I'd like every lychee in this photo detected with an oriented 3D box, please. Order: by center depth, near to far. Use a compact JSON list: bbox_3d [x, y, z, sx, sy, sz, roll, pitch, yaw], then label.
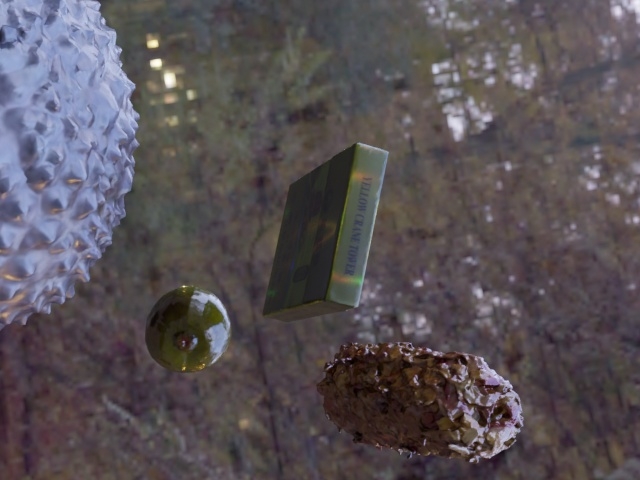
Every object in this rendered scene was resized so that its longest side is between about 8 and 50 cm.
[{"bbox_3d":[-0.256,-0.080,0.866,0.300,0.300,0.300,170,-90,-83],"label":"lychee"}]

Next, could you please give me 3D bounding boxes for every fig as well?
[{"bbox_3d":[-0.113,0.073,1.052,0.088,0.074,0.074,-92,174,-74],"label":"fig"}]

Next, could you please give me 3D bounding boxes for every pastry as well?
[{"bbox_3d":[0.055,0.110,0.817,0.169,0.063,0.087,-5,-69,50],"label":"pastry"}]

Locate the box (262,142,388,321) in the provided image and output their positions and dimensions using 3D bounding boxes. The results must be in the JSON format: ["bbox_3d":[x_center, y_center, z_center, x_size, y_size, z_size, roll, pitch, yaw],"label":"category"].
[{"bbox_3d":[0.000,0.000,0.977,0.193,0.030,0.121,155,-53,-73],"label":"box"}]
